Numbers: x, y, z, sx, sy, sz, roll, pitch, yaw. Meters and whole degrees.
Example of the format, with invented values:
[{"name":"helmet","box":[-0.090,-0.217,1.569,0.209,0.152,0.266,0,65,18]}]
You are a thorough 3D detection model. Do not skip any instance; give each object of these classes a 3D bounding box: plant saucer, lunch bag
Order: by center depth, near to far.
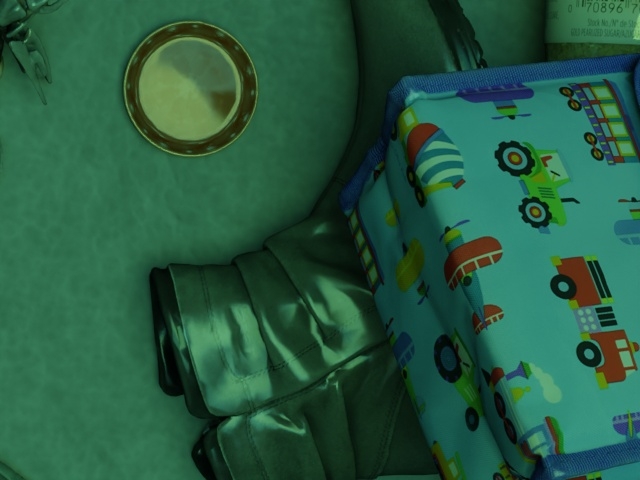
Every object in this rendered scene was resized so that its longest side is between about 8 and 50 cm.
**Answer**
[{"name":"lunch bag","box":[0.189,0.017,0.931,0.293,0.138,0.221,-11,67,-20]},{"name":"plant saucer","box":[-0.080,-0.093,1.062,0.083,0.013,0.083,-1,94,-14]}]

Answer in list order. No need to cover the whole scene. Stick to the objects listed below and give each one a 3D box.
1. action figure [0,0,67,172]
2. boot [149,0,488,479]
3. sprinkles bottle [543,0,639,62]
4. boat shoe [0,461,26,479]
[{"name":"action figure","box":[-0.261,-0.076,0.964,0.285,0.099,0.185,-30,133,1]},{"name":"boot","box":[0.000,0.000,1.039,0.222,0.118,0.338,-13,93,-8]},{"name":"sprinkles bottle","box":[0.199,-0.207,1.063,0.121,0.121,0.355,2,94,-13]},{"name":"boat shoe","box":[-0.218,0.180,1.016,0.302,0.109,0.094,44,99,-3]}]
